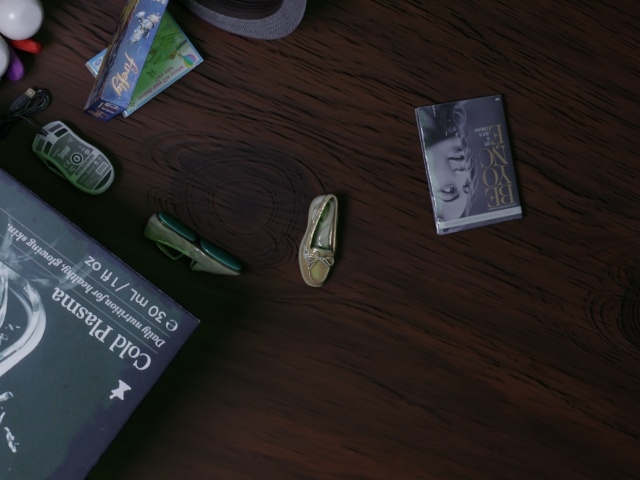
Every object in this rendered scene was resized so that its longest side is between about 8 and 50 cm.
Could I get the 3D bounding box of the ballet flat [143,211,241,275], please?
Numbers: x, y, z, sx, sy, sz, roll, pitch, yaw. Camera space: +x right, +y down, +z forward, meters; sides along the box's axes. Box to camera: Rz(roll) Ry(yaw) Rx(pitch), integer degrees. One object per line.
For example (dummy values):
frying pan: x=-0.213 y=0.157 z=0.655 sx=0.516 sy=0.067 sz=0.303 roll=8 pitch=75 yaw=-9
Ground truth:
ballet flat: x=-0.204 y=0.016 z=1.905 sx=0.168 sy=0.057 sz=0.052 roll=35 pitch=105 yaw=-12

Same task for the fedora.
fedora: x=-0.121 y=-0.446 z=1.862 sx=0.275 sy=0.243 sz=0.124 roll=18 pitch=48 yaw=15

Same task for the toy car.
toy car: x=-0.478 y=-0.293 z=1.771 sx=0.182 sy=0.159 sz=0.136 roll=-56 pitch=142 yaw=-13

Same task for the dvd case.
dvd case: x=0.258 y=-0.132 z=2.086 sx=0.164 sy=0.018 sz=0.221 roll=-11 pitch=93 yaw=-20

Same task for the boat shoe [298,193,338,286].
boat shoe: x=0.002 y=0.000 z=1.973 sx=0.056 sy=0.048 sz=0.153 roll=13 pitch=84 yaw=-19

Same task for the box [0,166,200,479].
box: x=-0.511 y=0.152 z=1.658 sx=0.480 sy=0.297 sz=0.472 roll=39 pitch=79 yaw=-15

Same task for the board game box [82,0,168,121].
board game box: x=-0.278 y=-0.302 z=1.788 sx=0.042 sy=0.165 sz=0.243 roll=22 pitch=82 yaw=-18

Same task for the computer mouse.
computer mouse: x=-0.400 y=-0.139 z=1.836 sx=0.193 sy=0.042 sz=0.106 roll=42 pitch=71 yaw=-9

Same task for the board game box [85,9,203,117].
board game box: x=-0.275 y=-0.279 z=1.890 sx=0.154 sy=0.026 sz=0.103 roll=-39 pitch=101 yaw=-17
